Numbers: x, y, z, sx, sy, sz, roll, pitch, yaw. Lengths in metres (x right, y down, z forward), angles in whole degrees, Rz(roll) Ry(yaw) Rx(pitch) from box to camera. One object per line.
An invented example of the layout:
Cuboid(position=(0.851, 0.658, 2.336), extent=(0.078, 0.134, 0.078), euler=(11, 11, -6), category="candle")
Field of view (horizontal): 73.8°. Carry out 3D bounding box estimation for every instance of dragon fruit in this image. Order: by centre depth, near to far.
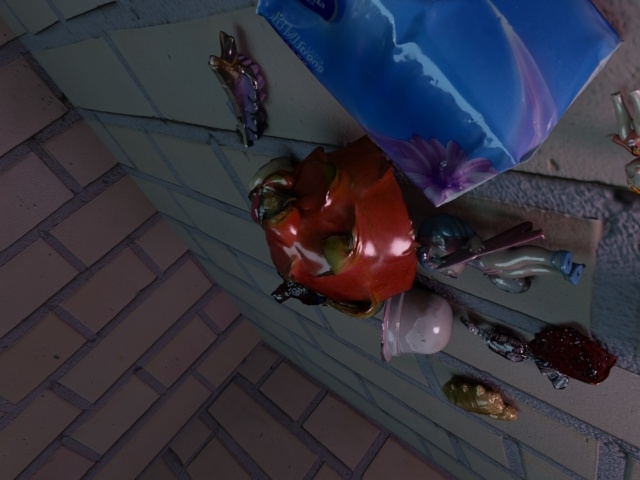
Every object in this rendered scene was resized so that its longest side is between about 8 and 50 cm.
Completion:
Cuboid(position=(0.009, -0.013, 0.742), extent=(0.305, 0.225, 0.306), euler=(162, 90, -77), category="dragon fruit")
Cuboid(position=(0.439, 0.198, 0.750), extent=(0.131, 0.063, 0.097), euler=(132, 124, -68), category="dragon fruit")

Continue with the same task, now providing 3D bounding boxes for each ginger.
Cuboid(position=(0.407, 0.415, 1.126), extent=(0.205, 0.081, 0.115), euler=(8, 171, 43), category="ginger")

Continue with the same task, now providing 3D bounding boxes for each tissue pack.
Cuboid(position=(0.106, -0.199, 0.394), extent=(0.263, 0.198, 0.146), euler=(46, 159, -4), category="tissue pack")

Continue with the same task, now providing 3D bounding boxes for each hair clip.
Cuboid(position=(-0.163, -0.284, 0.866), extent=(0.106, 0.085, 0.292), euler=(33, 161, 12), category="hair clip")

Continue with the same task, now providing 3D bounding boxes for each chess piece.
Cuboid(position=(0.000, 0.000, 0.935), extent=(0.397, 0.117, 0.117), euler=(52, 159, 10), category="chess piece")

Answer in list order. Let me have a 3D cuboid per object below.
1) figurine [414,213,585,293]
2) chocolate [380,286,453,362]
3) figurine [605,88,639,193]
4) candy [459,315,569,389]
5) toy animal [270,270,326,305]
Cuboid(position=(0.271, 0.020, 0.666), extent=(0.205, 0.103, 0.260), euler=(17, 175, -37), category="figurine")
Cuboid(position=(0.218, 0.179, 0.945), extent=(0.147, 0.221, 0.221), euler=(8, 147, 14), category="chocolate")
Cuboid(position=(0.319, -0.098, 0.419), extent=(0.109, 0.047, 0.064), euler=(61, 161, -16), category="figurine")
Cuboid(position=(0.385, 0.221, 0.861), extent=(0.226, 0.051, 0.094), euler=(31, 157, 28), category="candy")
Cuboid(position=(-0.068, 0.143, 1.324), extent=(0.218, 0.179, 0.116), euler=(54, -178, -26), category="toy animal")
